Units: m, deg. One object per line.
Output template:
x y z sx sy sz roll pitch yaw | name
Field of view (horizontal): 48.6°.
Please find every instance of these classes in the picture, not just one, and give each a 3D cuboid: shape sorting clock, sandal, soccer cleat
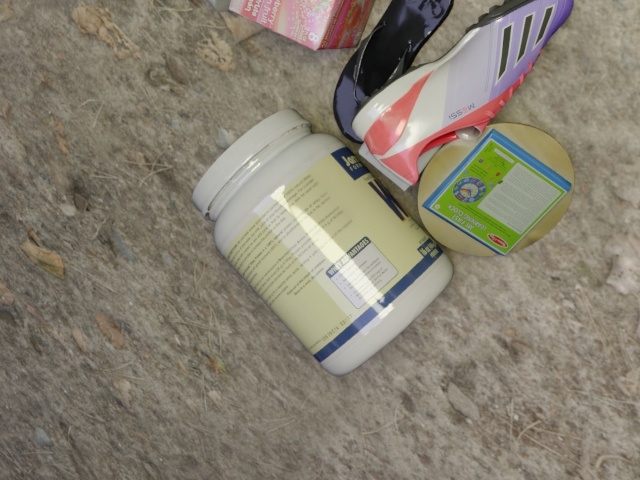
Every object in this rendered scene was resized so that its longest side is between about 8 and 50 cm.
0.232 -0.064 0.945 0.206 0.040 0.206 -2 122 -2 | shape sorting clock
0.087 -0.251 0.980 0.097 0.054 0.254 34 117 12 | sandal
0.192 -0.192 0.862 0.318 0.108 0.116 -35 81 -5 | soccer cleat

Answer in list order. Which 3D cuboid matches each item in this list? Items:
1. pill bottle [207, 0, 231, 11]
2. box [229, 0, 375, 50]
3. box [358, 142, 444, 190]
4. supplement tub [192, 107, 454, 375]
-0.185 -0.443 1.002 0.229 0.131 0.131 49 119 4 | pill bottle
0.016 -0.412 0.907 0.142 0.154 0.300 29 115 14 | box
0.126 -0.140 0.971 0.087 0.101 0.102 40 120 8 | box
0.000 0.000 0.997 0.325 0.235 0.235 48 119 4 | supplement tub
